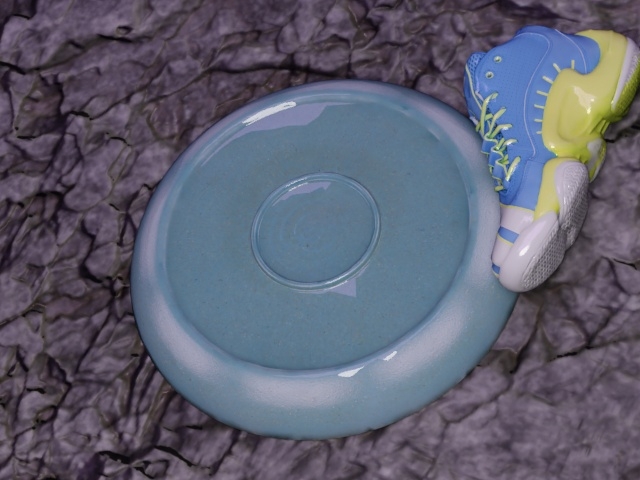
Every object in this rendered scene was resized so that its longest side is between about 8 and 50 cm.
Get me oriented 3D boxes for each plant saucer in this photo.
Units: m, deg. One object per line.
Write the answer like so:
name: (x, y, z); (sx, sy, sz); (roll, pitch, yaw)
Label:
plant saucer: (0.000, 0.000, 1.513); (0.318, 0.043, 0.317); (-6, 60, 10)

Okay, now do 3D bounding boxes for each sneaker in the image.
sneaker: (0.150, -0.070, 1.481); (0.126, 0.091, 0.240); (20, 56, 15)
